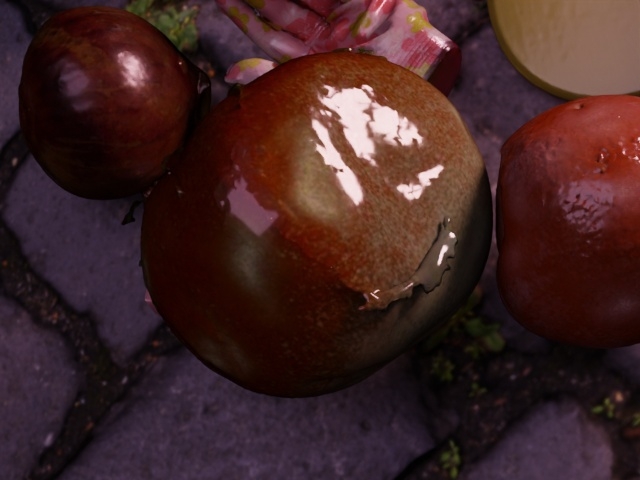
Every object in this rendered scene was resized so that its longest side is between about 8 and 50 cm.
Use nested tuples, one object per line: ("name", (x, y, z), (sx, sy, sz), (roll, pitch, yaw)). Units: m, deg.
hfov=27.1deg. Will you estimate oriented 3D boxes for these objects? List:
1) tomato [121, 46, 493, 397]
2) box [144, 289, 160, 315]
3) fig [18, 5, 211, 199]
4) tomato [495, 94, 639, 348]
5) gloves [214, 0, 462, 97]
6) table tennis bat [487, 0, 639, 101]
("tomato", (0.000, 0.000, 1.111), (0.303, 0.303, 0.239), (-45, 74, 6))
("box", (-0.114, 0.013, 1.286), (0.089, 0.043, 0.125), (2, 68, 14))
("fig", (-0.202, -0.133, 1.309), (0.205, 0.205, 0.205), (-6, 75, 21))
("tomato", (0.236, -0.015, 1.082), (0.184, 0.208, 0.208), (0, 76, 6))
("gloves", (0.005, -0.193, 1.269), (0.241, 0.126, 0.145), (32, 114, 23))
("table tennis bat", (0.251, -0.298, 1.235), (0.224, 0.054, 0.369), (-16, 75, 16))
